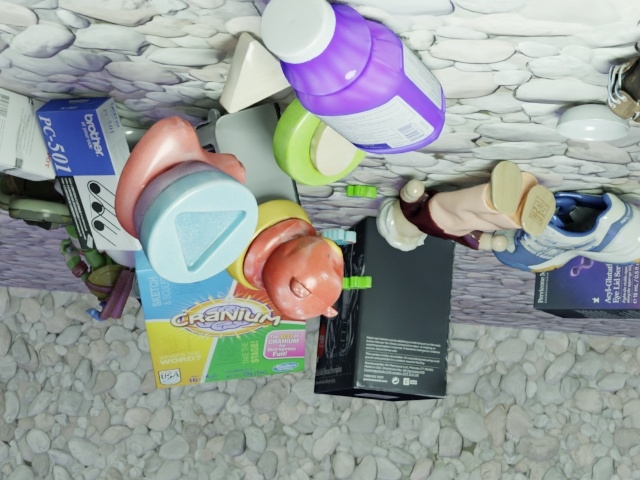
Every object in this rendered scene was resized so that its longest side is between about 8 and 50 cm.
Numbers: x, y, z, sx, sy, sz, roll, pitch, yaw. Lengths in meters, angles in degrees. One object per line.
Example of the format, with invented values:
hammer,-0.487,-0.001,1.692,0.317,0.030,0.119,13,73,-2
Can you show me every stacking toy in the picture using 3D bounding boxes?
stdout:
stacking toy,0.000,0.000,1.779,0.221,0.167,0.052,-4,168,36
stacking toy,-0.046,-0.050,1.197,0.309,0.279,0.130,21,-161,-49

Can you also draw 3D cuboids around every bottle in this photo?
bottle,0.033,-0.165,1.085,0.118,0.092,0.283,-7,165,24

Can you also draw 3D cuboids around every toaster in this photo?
toaster,-0.114,-0.072,1.384,0.110,0.186,0.168,-14,-177,-34

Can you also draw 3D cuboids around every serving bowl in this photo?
serving bowl,0.315,-0.139,1.254,0.083,0.027,0.083,5,169,1

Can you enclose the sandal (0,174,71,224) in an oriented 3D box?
sandal,-0.452,-0.085,1.750,0.120,0.086,0.303,0,-171,-22

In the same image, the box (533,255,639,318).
box,0.479,0.053,1.848,0.207,0.153,0.108,-4,165,40

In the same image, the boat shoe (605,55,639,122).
boat shoe,0.322,-0.149,1.094,0.066,0.066,0.183,4,169,16

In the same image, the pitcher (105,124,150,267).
pitcher,-0.237,-0.065,1.551,0.177,0.125,0.207,0,130,-8

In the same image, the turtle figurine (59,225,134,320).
turtle figurine,-0.420,-0.002,2.173,0.197,0.275,0.266,26,152,11

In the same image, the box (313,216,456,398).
box,0.116,0.144,2.091,0.178,0.313,0.343,8,168,-12

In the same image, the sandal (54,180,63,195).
sandal,-0.349,-0.097,1.723,0.102,0.076,0.265,32,-173,-8

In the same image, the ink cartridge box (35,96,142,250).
ink cartridge box,-0.297,-0.086,1.440,0.097,0.207,0.046,1,-150,23

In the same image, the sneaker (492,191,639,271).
sneaker,0.368,-0.029,1.684,0.131,0.112,0.296,35,153,-33

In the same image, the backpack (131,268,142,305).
backpack,-0.166,0.004,1.724,0.253,0.225,0.191,-4,146,6

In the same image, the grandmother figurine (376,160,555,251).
grandmother figurine,0.204,-0.042,1.668,0.208,0.104,0.342,42,157,-23

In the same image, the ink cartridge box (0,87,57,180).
ink cartridge box,-0.412,-0.141,1.426,0.056,0.099,0.135,-5,165,43

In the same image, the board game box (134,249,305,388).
board game box,-0.143,0.100,1.620,0.242,0.064,0.317,-7,142,-7

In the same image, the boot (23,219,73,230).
boot,-0.419,-0.060,1.960,0.208,0.076,0.189,-8,-154,-37
